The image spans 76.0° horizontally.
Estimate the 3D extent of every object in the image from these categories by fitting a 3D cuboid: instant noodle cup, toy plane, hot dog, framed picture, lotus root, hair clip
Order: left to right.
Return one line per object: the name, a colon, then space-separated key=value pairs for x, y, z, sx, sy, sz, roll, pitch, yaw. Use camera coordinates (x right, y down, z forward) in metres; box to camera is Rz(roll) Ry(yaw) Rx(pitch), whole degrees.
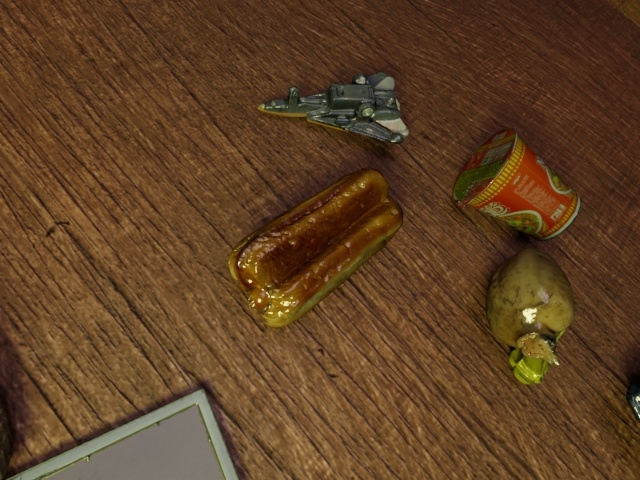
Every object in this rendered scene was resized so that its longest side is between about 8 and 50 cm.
framed picture: x=-0.243 y=0.356 z=0.503 sx=0.295 sy=0.019 sz=0.233 roll=-18 pitch=71 yaw=-26
hot dog: x=0.000 y=0.000 z=0.713 sx=0.348 sy=0.117 sz=0.158 roll=-38 pitch=99 yaw=-28
toy plane: x=0.027 y=-0.297 z=0.885 sx=0.315 sy=0.103 sz=0.205 roll=0 pitch=64 yaw=-19
instant noodle cup: x=0.428 y=-0.104 z=0.886 sx=0.212 sy=0.193 sz=0.193 roll=32 pitch=58 yaw=-9
lotus root: x=0.382 y=0.107 z=0.765 sx=0.139 sy=0.155 sz=0.257 roll=29 pitch=39 yaw=3
hair clip: x=0.413 y=0.203 z=0.784 sx=0.072 sy=0.046 sz=0.173 roll=37 pitch=57 yaw=15

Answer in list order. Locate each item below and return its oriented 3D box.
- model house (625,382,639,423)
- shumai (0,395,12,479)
model house: x=0.669 y=0.329 z=0.700 sx=0.240 sy=0.226 sz=0.262 roll=-10 pitch=65 yaw=-22
shumai: x=-0.467 y=0.221 z=0.442 sx=0.152 sy=0.161 sz=0.210 roll=-31 pitch=108 yaw=-1
